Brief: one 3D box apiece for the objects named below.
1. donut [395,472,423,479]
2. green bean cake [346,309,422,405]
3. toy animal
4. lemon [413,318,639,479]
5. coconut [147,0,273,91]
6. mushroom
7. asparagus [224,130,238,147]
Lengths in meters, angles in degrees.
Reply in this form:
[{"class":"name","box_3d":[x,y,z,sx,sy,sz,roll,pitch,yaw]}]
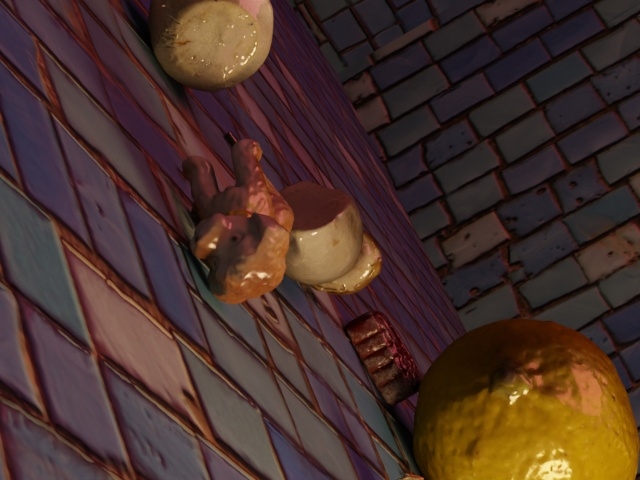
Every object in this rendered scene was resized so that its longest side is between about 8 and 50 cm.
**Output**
[{"class":"donut","box_3d":[0.123,0.340,1.644,0.108,0.065,0.166,54,10,-43]},{"class":"green bean cake","box_3d":[0.094,0.164,2.159,0.135,0.056,0.136,62,7,5]},{"class":"toy animal","box_3d":[-0.063,0.018,1.521,0.184,0.104,0.185,64,0,-32]},{"class":"lemon","box_3d":[0.280,0.263,2.070,0.336,0.336,0.336,59,8,-13]},{"class":"coconut","box_3d":[-0.139,-0.272,1.890,0.161,0.161,0.162,57,6,-25]},{"class":"mushroom","box_3d":[0.000,0.000,1.878,0.128,0.128,0.350,62,5,15]},{"class":"asparagus","box_3d":[-0.083,-0.081,2.061,0.163,0.016,0.016,56,-10,-23]}]
